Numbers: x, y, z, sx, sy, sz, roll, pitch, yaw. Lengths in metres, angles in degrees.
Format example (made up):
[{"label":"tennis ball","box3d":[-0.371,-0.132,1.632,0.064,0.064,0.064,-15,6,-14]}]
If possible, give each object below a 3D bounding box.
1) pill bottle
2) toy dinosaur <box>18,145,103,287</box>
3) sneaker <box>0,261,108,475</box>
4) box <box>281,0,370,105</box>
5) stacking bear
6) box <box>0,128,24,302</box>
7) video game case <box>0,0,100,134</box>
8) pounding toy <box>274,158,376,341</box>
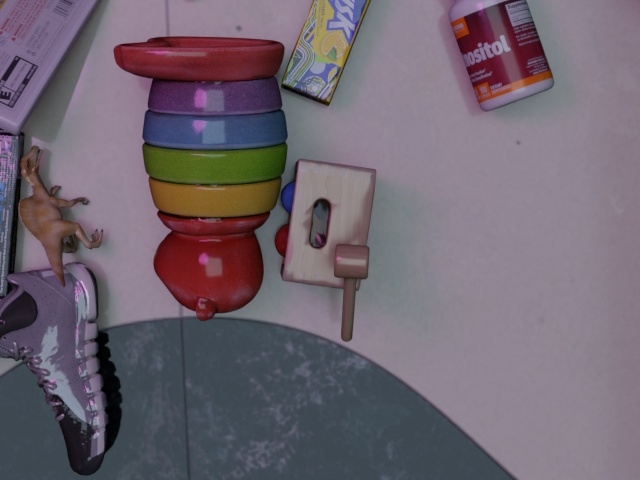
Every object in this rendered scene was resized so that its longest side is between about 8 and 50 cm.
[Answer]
[{"label":"pill bottle","box3d":[0.190,-0.223,1.488,0.086,0.086,0.152,-20,92,-2]},{"label":"toy dinosaur","box3d":[-0.283,-0.010,1.464,0.053,0.092,0.183,-34,60,26]},{"label":"sneaker","box3d":[-0.302,0.140,1.462,0.132,0.086,0.229,-2,82,-26]},{"label":"box","box3d":[0.013,-0.236,1.496,0.059,0.054,0.169,21,90,-3]},{"label":"stacking bear","box3d":[-0.117,-0.064,1.450,0.164,0.175,0.289,3,102,11]},{"label":"box","box3d":[-0.421,-0.033,1.487,0.184,0.045,0.191,5,91,-5]},{"label":"video game case","box3d":[-0.358,-0.243,1.442,0.206,0.026,0.227,26,62,-3]},{"label":"pounding toy","box3d":[-0.001,0.009,1.426,0.094,0.206,0.181,8,91,-3]}]
